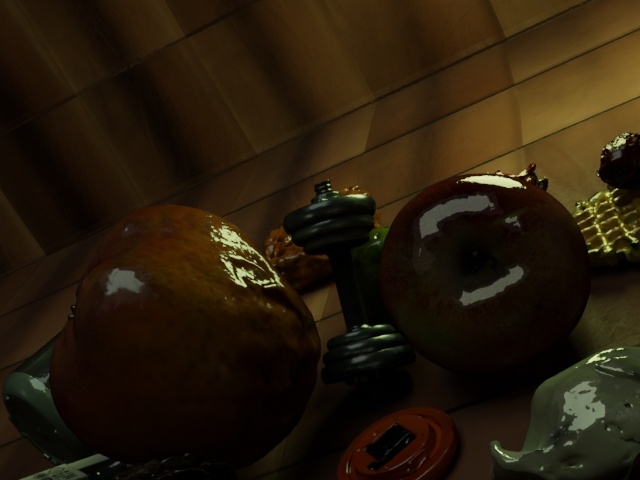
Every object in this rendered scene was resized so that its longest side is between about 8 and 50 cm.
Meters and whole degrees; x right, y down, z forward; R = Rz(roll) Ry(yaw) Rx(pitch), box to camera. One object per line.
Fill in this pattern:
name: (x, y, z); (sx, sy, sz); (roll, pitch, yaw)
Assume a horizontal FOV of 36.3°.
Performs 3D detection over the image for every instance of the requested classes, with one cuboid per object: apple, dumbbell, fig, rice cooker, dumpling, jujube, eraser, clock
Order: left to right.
eraser: (-0.540, 0.491, 1.757); (0.403, 0.096, 0.098); (-12, 9, -39)
rice cooker: (-0.499, 0.326, 2.090); (0.288, 0.288, 0.277); (-6, 29, 48)
dumbbell: (0.050, 0.088, 1.759); (0.179, 0.406, 0.179); (-13, -9, -2)
fig: (0.131, 0.078, 1.980); (0.206, 0.206, 0.275); (-33, -3, -10)
clock: (0.118, 0.332, 1.525); (0.205, 0.051, 0.205); (-25, 20, 10)
apple: (0.268, 0.055, 1.610); (0.348, 0.349, 0.277); (-27, -23, 10)
dumpling: (0.370, 0.253, 1.274); (0.318, 0.187, 0.243); (-26, -21, -13)
jujube: (0.573, -0.156, 1.826); (0.104, 0.104, 0.166); (-17, 19, 33)

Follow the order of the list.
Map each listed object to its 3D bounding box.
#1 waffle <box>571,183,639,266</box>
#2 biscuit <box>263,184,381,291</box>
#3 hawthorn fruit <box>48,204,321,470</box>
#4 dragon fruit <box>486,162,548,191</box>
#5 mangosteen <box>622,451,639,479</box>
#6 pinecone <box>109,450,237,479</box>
waffle: (0.568, -0.043, 1.780); (0.329, 0.062, 0.329); (-27, 18, 9)
biscuit: (0.000, 0.000, 2.406); (0.318, 0.111, 0.312); (-26, 22, 11)
hawthorn fruit: (-0.219, 0.175, 1.656); (0.471, 0.472, 0.472); (-26, 20, 10)
dragon fruit: (0.343, -0.036, 1.882); (0.268, 0.210, 0.205); (-45, -15, -13)
mangosteen: (0.407, 0.294, 1.073); (0.199, 0.200, 0.200); (-26, 20, 10)
pinecone: (-0.236, 0.452, 1.447); (0.298, 0.242, 0.296); (-37, 18, 6)
